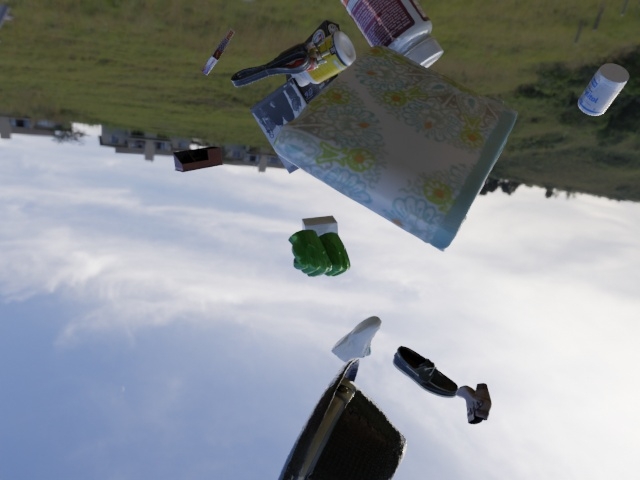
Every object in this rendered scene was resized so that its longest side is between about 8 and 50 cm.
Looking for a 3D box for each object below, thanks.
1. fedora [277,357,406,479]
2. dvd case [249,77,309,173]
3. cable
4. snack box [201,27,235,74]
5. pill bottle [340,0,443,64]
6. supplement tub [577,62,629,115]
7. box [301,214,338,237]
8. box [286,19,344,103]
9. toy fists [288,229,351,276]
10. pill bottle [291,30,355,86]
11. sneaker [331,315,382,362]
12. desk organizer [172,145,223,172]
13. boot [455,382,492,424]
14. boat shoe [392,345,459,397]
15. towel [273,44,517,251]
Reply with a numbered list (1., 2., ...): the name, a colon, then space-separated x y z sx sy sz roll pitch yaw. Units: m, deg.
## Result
1. fedora: 0.046 0.361 0.784 0.153 0.334 0.334 25 -155 15
2. dvd case: -0.089 -0.348 1.467 0.179 0.238 0.029 -25 -167 30
3. cable: -0.114 -0.464 1.307 0.287 0.072 0.139 -20 -134 19
4. snack box: -0.296 -0.551 1.380 0.022 0.064 0.178 35 -136 -24
5. pill bottle: 0.266 -0.798 1.748 0.392 0.224 0.224 56 -151 -1
6. supplement tub: 0.681 -0.363 1.147 0.071 0.107 0.071 0 -121 -1
7. box: 0.000 0.000 1.849 0.130 0.170 0.091 -6 -159 -9
8. box: -0.022 -0.571 1.616 0.060 0.216 0.270 0 167 -35
9. toy fists: 0.002 0.052 1.544 0.279 0.096 0.142 7 -128 -58
10. pill bottle: 0.004 -0.526 1.396 0.184 0.103 0.103 -17 -175 34
11. sneaker: 0.131 0.311 1.454 0.094 0.212 0.080 45 -144 0
12. desk organizer: -0.339 -0.227 1.318 0.130 0.050 0.047 -20 -154 -41
13. boot: 0.350 0.381 1.098 0.042 0.118 0.087 23 -125 -9
14. boat shoe: 0.343 0.427 1.542 0.233 0.079 0.084 30 -140 25
15. towel: 0.149 -0.184 0.833 0.321 0.090 0.374 30 -127 11
